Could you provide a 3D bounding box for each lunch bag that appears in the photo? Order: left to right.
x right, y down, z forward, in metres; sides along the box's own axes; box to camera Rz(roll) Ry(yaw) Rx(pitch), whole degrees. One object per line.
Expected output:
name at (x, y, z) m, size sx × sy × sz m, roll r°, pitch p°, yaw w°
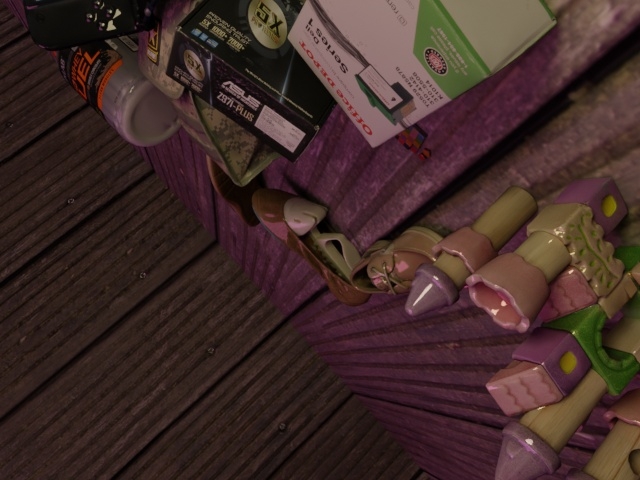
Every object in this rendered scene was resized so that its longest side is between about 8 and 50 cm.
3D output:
lunch bag at (-0.174, -0.264, 0.826) m, size 0.235 × 0.168 × 0.287 m, roll 42°, pitch 163°, yaw 45°

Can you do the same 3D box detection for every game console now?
game console at (-0.306, -0.418, 0.650) m, size 0.173 × 0.249 × 0.294 m, roll -58°, pitch -43°, yaw -83°

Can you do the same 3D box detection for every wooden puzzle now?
wooden puzzle at (0.111, -0.137, 0.677) m, size 0.083 × 0.006 × 0.049 m, roll 46°, pitch 164°, yaw 8°

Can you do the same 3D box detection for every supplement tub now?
supplement tub at (-0.475, -0.395, 1.255) m, size 0.338 × 0.207 × 0.207 m, roll 42°, pitch 163°, yaw 20°

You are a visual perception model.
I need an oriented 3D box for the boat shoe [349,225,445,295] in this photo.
boat shoe at (0.132, 0.050, 0.888) m, size 0.109 × 0.098 × 0.302 m, roll 51°, pitch 164°, yaw -8°

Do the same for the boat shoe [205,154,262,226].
boat shoe at (-0.220, -0.161, 1.298) m, size 0.123 × 0.123 × 0.342 m, roll 39°, pitch 168°, yaw 25°

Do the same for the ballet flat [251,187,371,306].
ballet flat at (0.000, 0.000, 1.134) m, size 0.342 × 0.116 × 0.124 m, roll 49°, pitch 144°, yaw -4°

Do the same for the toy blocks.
toy blocks at (0.238, 0.116, 0.472) m, size 0.289 × 0.260 × 0.309 m, roll 52°, pitch 164°, yaw -12°

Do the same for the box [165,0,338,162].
box at (-0.058, -0.204, 0.611) m, size 0.180 × 0.147 × 0.077 m, roll 35°, pitch 148°, yaw -8°

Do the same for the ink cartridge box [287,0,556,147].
ink cartridge box at (0.073, -0.194, 0.489) m, size 0.160 × 0.092 × 0.219 m, roll 51°, pitch 163°, yaw -7°
